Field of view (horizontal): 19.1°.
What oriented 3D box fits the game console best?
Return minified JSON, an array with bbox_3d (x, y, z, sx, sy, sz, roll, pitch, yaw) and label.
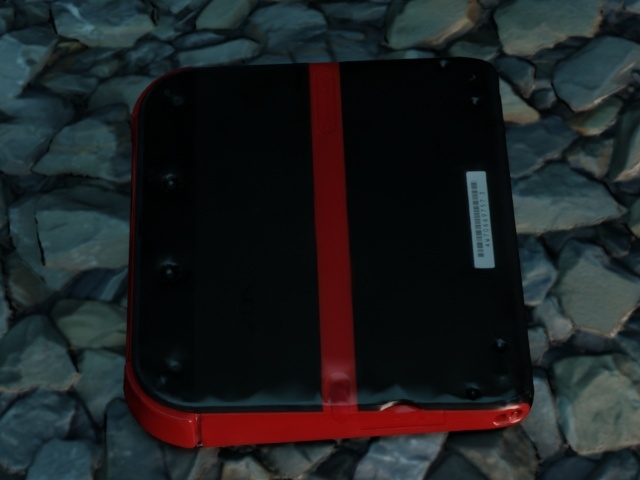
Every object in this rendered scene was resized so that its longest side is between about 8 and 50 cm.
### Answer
[{"bbox_3d":[0.000,0.000,1.661,0.342,0.060,0.386,-2,56,-1],"label":"game console"}]
